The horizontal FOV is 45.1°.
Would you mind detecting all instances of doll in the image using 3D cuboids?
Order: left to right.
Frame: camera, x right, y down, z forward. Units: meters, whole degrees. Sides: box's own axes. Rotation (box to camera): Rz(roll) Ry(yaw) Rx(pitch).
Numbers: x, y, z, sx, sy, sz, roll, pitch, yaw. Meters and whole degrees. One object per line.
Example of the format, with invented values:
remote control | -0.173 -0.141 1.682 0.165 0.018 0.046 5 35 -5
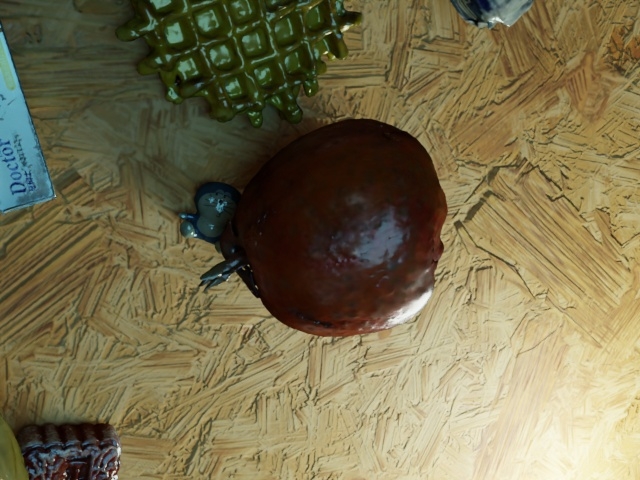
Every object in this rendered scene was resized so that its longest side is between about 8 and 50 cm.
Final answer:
doll | -0.137 -0.035 0.973 0.076 0.050 0.083 22 99 -16

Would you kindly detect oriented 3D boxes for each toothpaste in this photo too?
toothpaste | -0.353 -0.185 0.787 0.071 0.089 0.313 -21 116 -23

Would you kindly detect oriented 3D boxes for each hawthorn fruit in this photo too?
hawthorn fruit | 0.000 0.000 0.934 0.307 0.276 0.276 -14 114 -17

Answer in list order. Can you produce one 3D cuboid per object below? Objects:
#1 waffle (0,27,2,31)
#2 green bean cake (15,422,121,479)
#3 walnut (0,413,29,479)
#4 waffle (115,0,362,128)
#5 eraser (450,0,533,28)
waffle | -0.436 -0.152 0.710 0.254 0.052 0.245 27 105 -19
green bean cake | -0.332 0.307 0.999 0.135 0.056 0.135 5 105 -28
walnut | -0.456 0.267 0.805 0.282 0.253 0.277 -9 110 -22
waffle | -0.094 -0.264 0.899 0.293 0.069 0.260 27 94 -30
eraser | 0.169 -0.427 0.952 0.155 0.101 0.332 -47 121 -2
